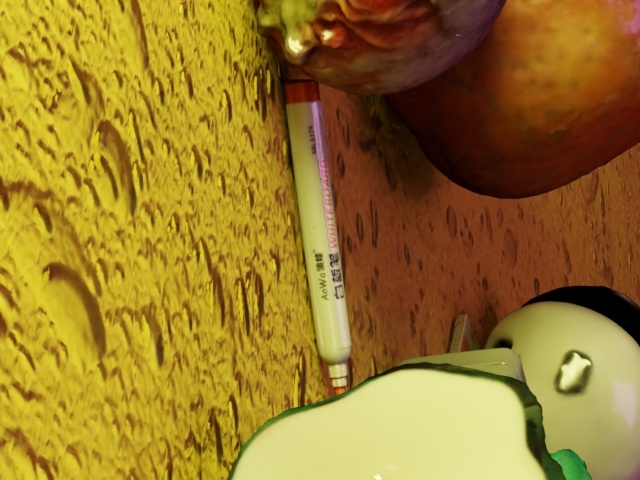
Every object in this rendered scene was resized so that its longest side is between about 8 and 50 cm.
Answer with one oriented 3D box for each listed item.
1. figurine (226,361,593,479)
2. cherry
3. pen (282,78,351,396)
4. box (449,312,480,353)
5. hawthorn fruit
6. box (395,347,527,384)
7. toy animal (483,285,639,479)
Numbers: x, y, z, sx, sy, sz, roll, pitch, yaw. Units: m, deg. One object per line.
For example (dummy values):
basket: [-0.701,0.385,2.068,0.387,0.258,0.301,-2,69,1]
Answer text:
figurine: [0.064,0.258,0.951,0.323,0.231,0.340,-38,131,-35]
cherry: [0.045,-0.197,1.073,0.192,0.175,0.249,68,24,-4]
pen: [0.000,0.000,1.098,0.026,0.026,0.218,-15,99,-69]
box: [0.119,0.106,1.395,0.083,0.012,0.046,-73,149,-45]
hawthorn fruit: [0.196,-0.181,1.290,0.276,0.307,0.276,-19,90,-76]
box: [0.125,0.199,1.257,0.055,0.103,0.244,-68,146,-59]
toy animal: [0.218,0.140,1.431,0.235,0.165,0.187,-26,115,-66]
